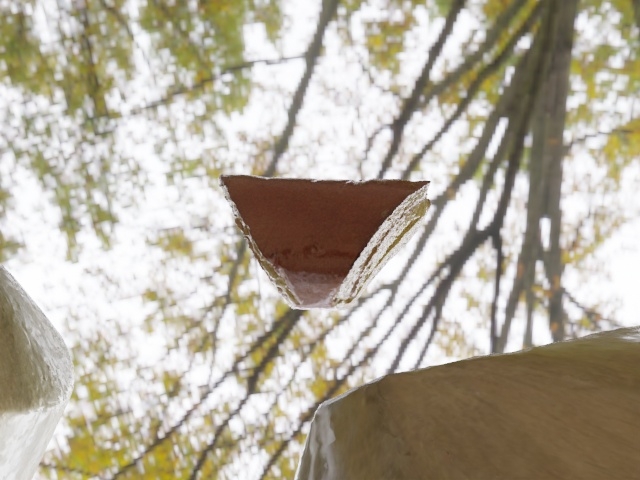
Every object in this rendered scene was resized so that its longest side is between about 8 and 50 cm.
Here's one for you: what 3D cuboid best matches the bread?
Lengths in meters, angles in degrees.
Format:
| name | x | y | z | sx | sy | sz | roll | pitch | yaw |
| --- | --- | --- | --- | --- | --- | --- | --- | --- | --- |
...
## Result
| name | x | y | z | sx | sy | sz | roll | pitch | yaw |
| --- | --- | --- | --- | --- | --- | --- | --- | --- | --- |
| bread | 0.000 | 0.000 | 1.202 | 0.193 | 0.067 | 0.119 | 0 | -106 | 15 |

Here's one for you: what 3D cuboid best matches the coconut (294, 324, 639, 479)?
| name | x | y | z | sx | sy | sz | roll | pitch | yaw |
| --- | --- | --- | --- | --- | --- | --- | --- | --- | --- |
| coconut | 0.150 | 0.222 | 0.742 | 0.416 | 0.345 | 0.415 | 7 | -106 | -26 |

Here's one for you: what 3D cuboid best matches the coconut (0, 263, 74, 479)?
| name | x | y | z | sx | sy | sz | roll | pitch | yaw |
| --- | --- | --- | --- | --- | --- | --- | --- | --- | --- |
| coconut | -0.358 | 0.129 | 1.301 | 0.237 | 0.265 | 0.237 | 20 | -153 | -10 |
